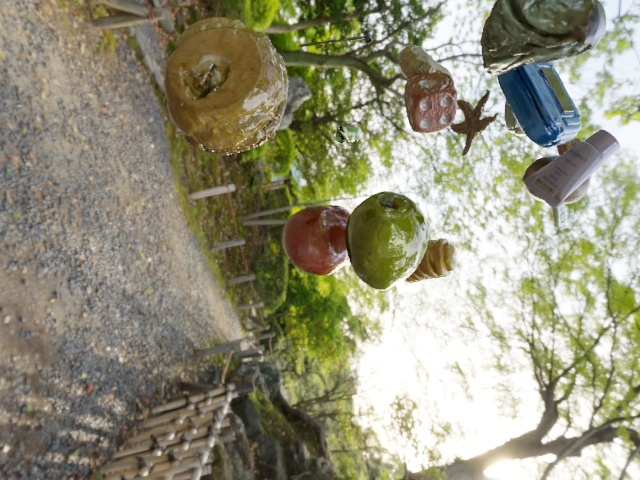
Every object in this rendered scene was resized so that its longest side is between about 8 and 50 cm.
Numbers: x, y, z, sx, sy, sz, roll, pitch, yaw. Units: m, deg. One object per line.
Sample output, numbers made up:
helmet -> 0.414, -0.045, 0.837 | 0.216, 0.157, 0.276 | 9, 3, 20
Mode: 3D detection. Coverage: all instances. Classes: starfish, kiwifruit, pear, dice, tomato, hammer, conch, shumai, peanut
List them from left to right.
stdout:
tomato -> 0.000, 0.000, 1.538 | 0.265, 0.265, 0.264 | 169, -90, -84
hammer -> 0.061, -0.807, 1.781 | 0.029, 0.292, 0.058 | 82, 0, -61
conch -> 0.104, -0.424, 1.754 | 0.201, 0.095, 0.079 | -14, 73, -53
pear -> 0.192, 0.003, 1.310 | 0.252, 0.253, 0.307 | -109, -166, -53
peanut -> 0.442, -0.688, 1.822 | 0.130, 0.290, 0.130 | -45, -149, 36
dice -> 0.430, -0.536, 1.724 | 0.174, 0.174, 0.179 | -99, 175, -48
starfish -> 0.668, -0.532, 1.926 | 0.302, 0.060, 0.299 | 149, -60, -66
shumai -> 0.634, -0.571, 1.235 | 0.263, 0.309, 0.303 | 48, -46, 35
kiwifruit -> 0.906, -0.235, 1.703 | 0.196, 0.234, 0.195 | 7, 90, -69

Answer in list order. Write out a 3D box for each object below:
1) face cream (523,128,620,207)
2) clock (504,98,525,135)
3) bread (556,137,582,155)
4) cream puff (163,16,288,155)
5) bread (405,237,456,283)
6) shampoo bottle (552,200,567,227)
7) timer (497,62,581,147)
face cream -> 0.821, -0.238, 1.436 | 0.096, 0.274, 0.154 | 34, 20, -46
clock -> 0.980, -0.641, 2.141 | 0.109, 0.324, 0.265 | 8, -67, 39
bread -> 1.033, -0.380, 1.822 | 0.076, 0.083, 0.070 | -94, 165, -75
cream puff -> -0.241, -0.387, 1.153 | 0.342, 0.327, 0.231 | 58, 3, 17
bread -> 0.446, 0.083, 1.880 | 0.311, 0.121, 0.172 | 152, -59, -62
shampoo bottle -> 0.817, -0.108, 1.512 | 0.141, 0.049, 0.034 | 58, -5, -38
timer -> 0.769, -0.493, 1.541 | 0.115, 0.309, 0.339 | -32, -103, 48
